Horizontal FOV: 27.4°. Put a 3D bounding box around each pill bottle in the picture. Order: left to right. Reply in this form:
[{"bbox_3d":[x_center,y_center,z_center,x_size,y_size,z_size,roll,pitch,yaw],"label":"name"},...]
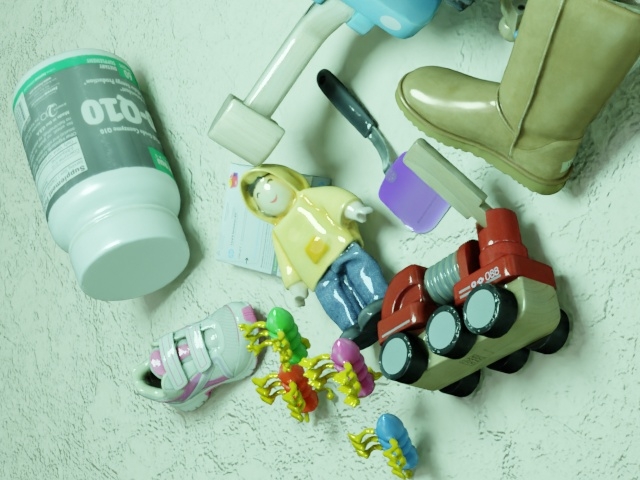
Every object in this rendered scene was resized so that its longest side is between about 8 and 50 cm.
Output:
[{"bbox_3d":[-0.335,-0.100,2.016,0.204,0.204,0.361,-46,55,35],"label":"pill bottle"}]

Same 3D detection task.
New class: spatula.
[{"bbox_3d":[0.070,-0.126,1.697,0.296,0.030,0.084,55,127,35],"label":"spatula"}]

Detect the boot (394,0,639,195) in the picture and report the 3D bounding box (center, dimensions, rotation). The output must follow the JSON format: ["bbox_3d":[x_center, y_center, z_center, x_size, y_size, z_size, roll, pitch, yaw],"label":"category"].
[{"bbox_3d":[0.213,-0.201,1.397,0.236,0.089,0.269,29,141,12],"label":"boot"}]

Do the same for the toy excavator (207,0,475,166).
[{"bbox_3d":[0.043,-0.318,1.594,0.433,0.222,0.445,-62,10,-18],"label":"toy excavator"}]

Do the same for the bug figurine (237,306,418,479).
[{"bbox_3d":[0.014,0.184,1.634,0.279,0.072,0.216,24,147,45],"label":"bug figurine"}]

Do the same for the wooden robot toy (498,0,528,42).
[{"bbox_3d":[0.240,-0.252,1.515,0.079,0.076,0.173,98,155,-63],"label":"wooden robot toy"}]

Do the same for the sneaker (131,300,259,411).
[{"bbox_3d":[-0.182,0.172,1.886,0.252,0.111,0.103,-44,56,36],"label":"sneaker"}]

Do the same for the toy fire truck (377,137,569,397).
[{"bbox_3d":[0.149,0.029,1.522,0.217,0.158,0.246,-34,50,41],"label":"toy fire truck"}]

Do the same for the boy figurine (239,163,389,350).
[{"bbox_3d":[0.000,0.000,1.687,0.177,0.092,0.285,-48,67,33],"label":"boy figurine"}]

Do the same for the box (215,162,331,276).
[{"bbox_3d":[-0.069,-0.028,1.836,0.186,0.038,0.145,11,94,47],"label":"box"}]
